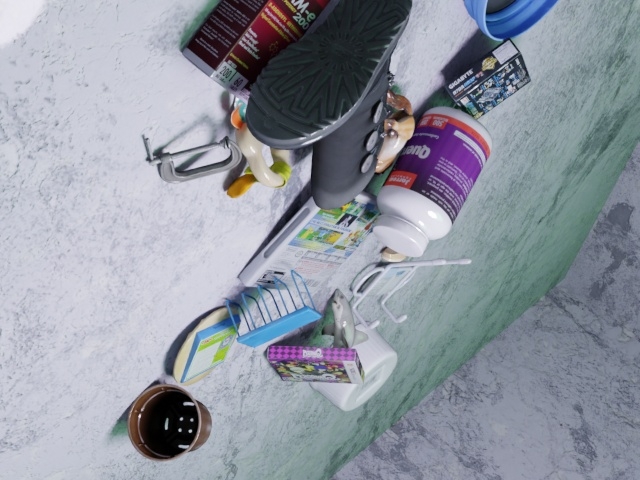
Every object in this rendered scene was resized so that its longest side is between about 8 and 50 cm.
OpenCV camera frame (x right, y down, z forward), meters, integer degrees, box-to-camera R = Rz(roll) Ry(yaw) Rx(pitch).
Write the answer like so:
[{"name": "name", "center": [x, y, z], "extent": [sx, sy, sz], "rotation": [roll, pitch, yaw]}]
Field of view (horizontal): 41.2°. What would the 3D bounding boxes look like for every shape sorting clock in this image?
[{"name": "shape sorting clock", "center": [-0.253, 0.235, 1.894], "extent": [0.206, 0.040, 0.206], "rotation": [-43, 157, -23]}]

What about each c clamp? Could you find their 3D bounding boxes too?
[{"name": "c clamp", "center": [-0.204, -0.135, 1.391], "extent": [0.161, 0.022, 0.137], "rotation": [-14, 153, -17]}]

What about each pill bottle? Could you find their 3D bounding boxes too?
[{"name": "pill bottle", "center": [0.246, -0.130, 1.915], "extent": [0.322, 0.182, 0.181], "rotation": [-60, 160, -18]}]

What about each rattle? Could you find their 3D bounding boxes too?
[{"name": "rattle", "center": [-0.146, -0.167, 1.488], "extent": [0.200, 0.143, 0.130], "rotation": [38, 61, -51]}]

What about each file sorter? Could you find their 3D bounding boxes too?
[{"name": "file sorter", "center": [-0.105, 0.150, 1.863], "extent": [0.170, 0.104, 0.118], "rotation": [-26, 162, 7]}]

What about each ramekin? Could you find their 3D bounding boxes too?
[{"name": "ramekin", "center": [0.111, 0.397, 2.627], "extent": [0.277, 0.135, 0.277], "rotation": [-38, 154, -23]}]

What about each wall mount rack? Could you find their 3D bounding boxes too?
[{"name": "wall mount rack", "center": [0.251, 0.117, 2.417], "extent": [0.304, 0.130, 0.350], "rotation": [-48, 159, 20]}]

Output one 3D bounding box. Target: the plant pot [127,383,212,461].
[{"name": "plant pot", "center": [-0.325, 0.412, 1.914], "extent": [0.167, 0.167, 0.165], "rotation": [-47, 163, -3]}]

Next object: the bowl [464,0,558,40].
[{"name": "bowl", "center": [0.443, -0.602, 1.756], "extent": [0.391, 0.077, 0.391], "rotation": [-37, 153, -23]}]

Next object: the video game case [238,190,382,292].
[{"name": "video game case", "center": [0.000, 0.000, 1.932], "extent": [0.300, 0.036, 0.329], "rotation": [-47, 156, 15]}]

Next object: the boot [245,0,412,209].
[{"name": "boot", "center": [0.010, -0.188, 1.482], "extent": [0.367, 0.146, 0.445], "rotation": [-48, 168, -23]}]

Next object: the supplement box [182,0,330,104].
[{"name": "supplement box", "center": [-0.085, -0.335, 1.284], "extent": [0.239, 0.073, 0.130], "rotation": [-52, 156, 6]}]

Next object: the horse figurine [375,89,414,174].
[{"name": "horse figurine", "center": [0.135, -0.217, 1.835], "extent": [0.175, 0.066, 0.263], "rotation": [-16, 144, -38]}]

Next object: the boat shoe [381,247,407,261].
[{"name": "boat shoe", "center": [0.233, 0.011, 2.354], "extent": [0.170, 0.063, 0.059], "rotation": [-22, 131, -42]}]

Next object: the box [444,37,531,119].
[{"name": "box", "center": [0.387, -0.360, 1.946], "extent": [0.175, 0.051, 0.220], "rotation": [-36, 164, 13]}]

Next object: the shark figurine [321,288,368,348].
[{"name": "shark figurine", "center": [0.069, 0.282, 2.322], "extent": [0.116, 0.166, 0.278], "rotation": [-6, 134, -26]}]

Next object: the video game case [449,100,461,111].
[{"name": "video game case", "center": [0.344, -0.332, 2.074], "extent": [0.087, 0.011, 0.122], "rotation": [-8, 134, -56]}]

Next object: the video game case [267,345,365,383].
[{"name": "video game case", "center": [-0.008, 0.332, 2.261], "extent": [0.210, 0.232, 0.041], "rotation": [72, 21, -63]}]
